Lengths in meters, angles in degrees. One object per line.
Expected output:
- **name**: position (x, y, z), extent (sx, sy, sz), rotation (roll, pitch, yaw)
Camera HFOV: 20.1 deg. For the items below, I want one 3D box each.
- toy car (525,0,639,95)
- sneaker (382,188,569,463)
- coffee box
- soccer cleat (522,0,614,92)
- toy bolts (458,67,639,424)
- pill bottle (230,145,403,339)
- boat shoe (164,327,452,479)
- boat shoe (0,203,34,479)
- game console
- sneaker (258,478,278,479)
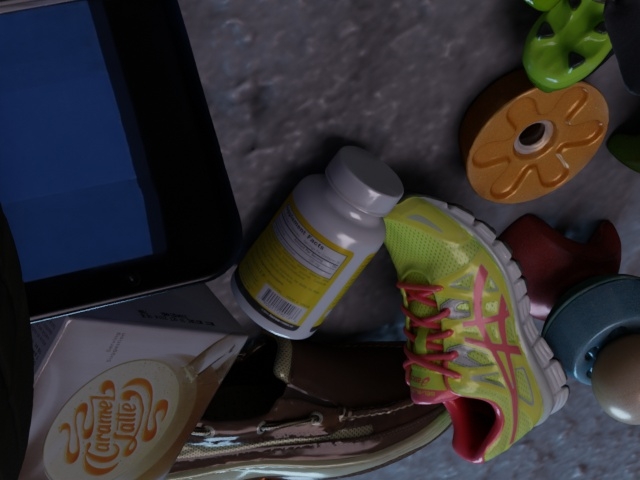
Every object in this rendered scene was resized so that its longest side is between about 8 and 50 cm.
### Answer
- **toy car**: position (0.163, -0.165, 0.940), extent (0.155, 0.188, 0.149), rotation (-46, 138, 19)
- **sneaker**: position (0.086, 0.060, 1.159), extent (0.094, 0.081, 0.208), rotation (-45, 117, -25)
- **coffee box**: position (-0.171, 0.121, 1.074), extent (0.141, 0.098, 0.246), rotation (11, 117, -46)
- **soccer cleat**: position (0.190, -0.155, 1.079), extent (0.179, 0.060, 0.072), rotation (-39, 174, -4)
- **toy bolts**: position (0.193, 0.008, 1.164), extent (0.218, 0.158, 0.228), rotation (-2, 133, -30)
- **pill bottle**: position (0.000, 0.000, 1.111), extent (0.065, 0.065, 0.116), rotation (14, 124, -40)
- **boat shoe**: position (-0.020, 0.103, 1.190), extent (0.257, 0.095, 0.095), rotation (-14, 131, -19)
- **boat shoe**: position (-0.219, -0.012, 0.748), extent (0.120, 0.122, 0.324), rotation (-6, 125, 19)
- **game console**: position (-0.186, -0.096, 0.811), extent (0.293, 0.173, 0.250), rotation (-14, 139, -20)
- **sneaker**: position (-0.086, 0.232, 1.296), extent (0.262, 0.099, 0.121), rotation (-42, 147, 26)
